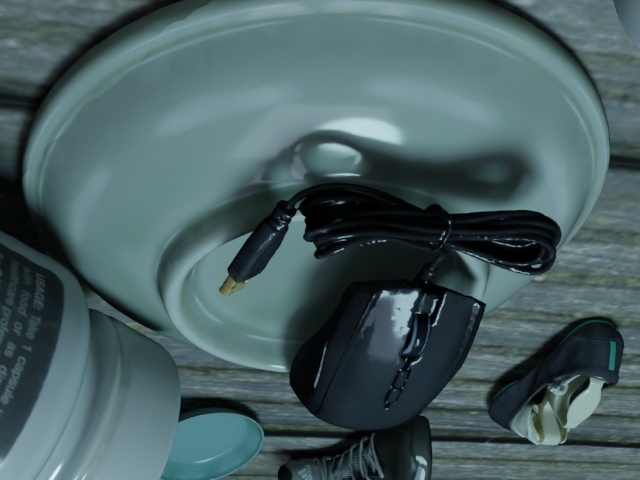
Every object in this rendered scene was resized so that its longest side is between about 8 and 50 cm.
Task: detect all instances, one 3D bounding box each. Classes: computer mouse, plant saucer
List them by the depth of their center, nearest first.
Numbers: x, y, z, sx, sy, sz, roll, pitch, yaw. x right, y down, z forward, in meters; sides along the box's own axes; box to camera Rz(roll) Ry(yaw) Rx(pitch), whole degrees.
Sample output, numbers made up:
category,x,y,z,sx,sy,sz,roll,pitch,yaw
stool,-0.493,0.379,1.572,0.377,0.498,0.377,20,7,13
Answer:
category,x,y,z,sx,sy,sz,roll,pitch,yaw
computer mouse,0.018,0.061,0.693,0.184,0.060,0.262,10,144,-22
plant saucer,0.000,0.000,0.746,0.400,0.101,0.400,-2,147,-1
plant saucer,-0.115,0.197,1.083,0.119,0.021,0.119,-11,139,-10

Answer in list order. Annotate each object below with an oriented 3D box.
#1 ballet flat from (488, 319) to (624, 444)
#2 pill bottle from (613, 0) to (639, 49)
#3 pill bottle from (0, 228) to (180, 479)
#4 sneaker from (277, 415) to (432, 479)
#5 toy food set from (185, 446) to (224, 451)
category,x,y,z,sx,sy,sz,roll,pitch,yaw
ballet flat,0.214,0.147,1.019,0.074,0.074,0.203,8,145,-18
pill bottle,0.213,-0.190,0.422,0.161,0.161,0.283,-2,146,-3
pill bottle,-0.276,0.067,0.688,0.204,0.204,0.361,-30,131,34
sneaker,0.026,0.242,1.133,0.132,0.086,0.229,7,146,-12
toy food set,-0.157,0.218,1.136,0.122,0.019,0.078,8,146,-31
